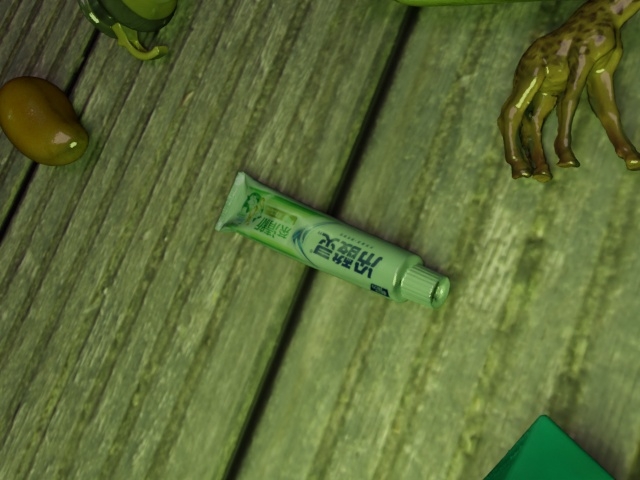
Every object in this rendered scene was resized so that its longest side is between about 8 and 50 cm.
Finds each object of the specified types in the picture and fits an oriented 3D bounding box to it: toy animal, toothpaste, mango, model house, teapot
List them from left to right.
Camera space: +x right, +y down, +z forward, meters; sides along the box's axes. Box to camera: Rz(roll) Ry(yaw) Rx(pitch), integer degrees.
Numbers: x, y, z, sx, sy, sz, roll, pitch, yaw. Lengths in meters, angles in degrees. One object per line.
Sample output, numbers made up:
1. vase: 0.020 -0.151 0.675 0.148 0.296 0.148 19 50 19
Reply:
1. mango: -0.390 -0.164 0.965 0.184 0.085 0.102 41 90 24
2. teapot: -0.260 -0.328 0.943 0.119 0.130 0.165 -12 97 41
3. toothpaste: 0.000 0.000 0.701 0.297 0.048 0.074 24 89 38
4. model house: 0.151 0.201 0.470 0.127 0.149 0.100 -48 59 3
5. toy animal: 0.251 -0.170 0.596 0.149 0.054 0.275 31 97 45

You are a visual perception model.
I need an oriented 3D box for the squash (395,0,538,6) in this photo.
1. squash: 0.143 -0.304 0.703 0.288 0.137 0.137 11 76 40
